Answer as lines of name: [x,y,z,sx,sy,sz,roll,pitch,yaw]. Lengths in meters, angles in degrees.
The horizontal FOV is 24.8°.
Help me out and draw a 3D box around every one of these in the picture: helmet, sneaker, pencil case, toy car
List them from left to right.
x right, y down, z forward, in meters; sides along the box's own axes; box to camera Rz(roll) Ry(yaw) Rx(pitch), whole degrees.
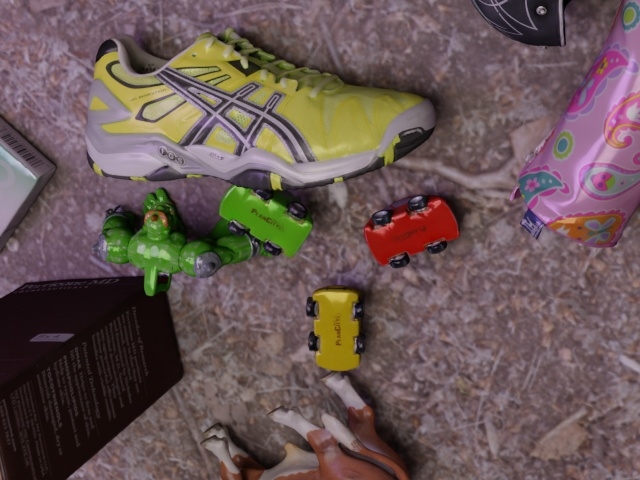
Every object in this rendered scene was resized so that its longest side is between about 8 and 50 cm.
sneaker: [-0.074,-0.138,1.486,0.385,0.145,0.147,1,108,18]
toy car: [0.000,0.000,1.534,0.225,0.053,0.239,31,115,-8]
helmet: [0.204,-0.267,1.335,0.161,0.169,0.169,-35,93,9]
pencil case: [0.288,-0.129,1.373,0.124,0.124,0.284,31,116,8]

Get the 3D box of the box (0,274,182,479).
box: [-0.314,0.156,1.535,0.191,0.381,0.143,-4,103,20]

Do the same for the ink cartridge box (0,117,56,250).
ink cartridge box: [-0.434,-0.058,1.692,0.181,0.056,0.224,41,114,4]

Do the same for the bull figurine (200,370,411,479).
bull figurine: [-0.043,0.281,1.631,0.310,0.101,0.188,-28,94,25]

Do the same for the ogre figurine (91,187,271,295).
ogre figurine: [-0.157,0.003,1.574,0.197,0.118,0.097,27,114,9]
